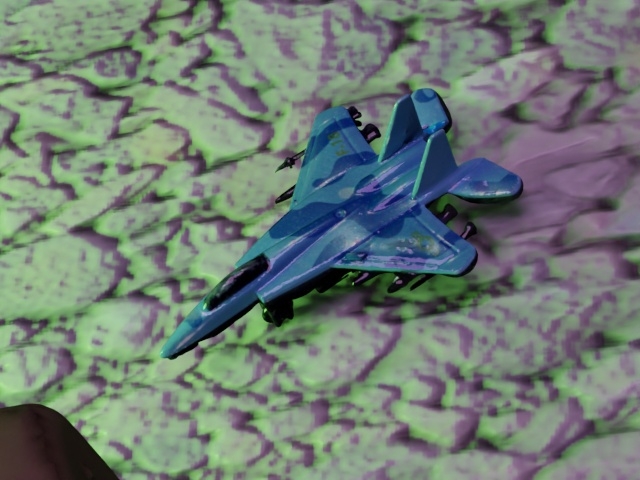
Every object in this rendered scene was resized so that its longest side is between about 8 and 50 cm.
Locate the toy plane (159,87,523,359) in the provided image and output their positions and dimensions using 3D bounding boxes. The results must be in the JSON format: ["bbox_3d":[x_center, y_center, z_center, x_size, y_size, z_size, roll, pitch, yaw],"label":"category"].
[{"bbox_3d":[0.002,0.004,1.219,0.246,0.078,0.169,-41,53,0],"label":"toy plane"}]

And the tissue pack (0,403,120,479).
[{"bbox_3d":[-0.178,0.302,0.972,0.277,0.267,0.387,-28,54,4],"label":"tissue pack"}]
